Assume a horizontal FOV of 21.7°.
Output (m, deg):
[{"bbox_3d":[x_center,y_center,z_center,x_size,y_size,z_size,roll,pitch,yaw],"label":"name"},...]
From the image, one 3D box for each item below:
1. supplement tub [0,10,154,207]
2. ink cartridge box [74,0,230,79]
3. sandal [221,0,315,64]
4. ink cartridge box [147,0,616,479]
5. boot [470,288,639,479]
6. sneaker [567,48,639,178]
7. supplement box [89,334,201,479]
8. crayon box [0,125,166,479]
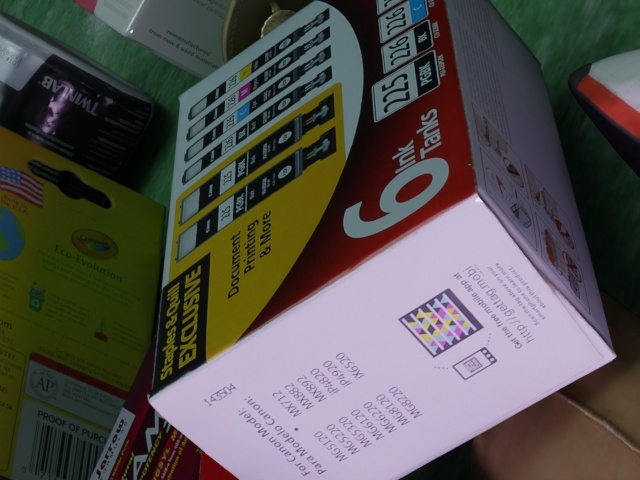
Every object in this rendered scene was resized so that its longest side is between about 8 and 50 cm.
[{"bbox_3d":[-0.309,-0.040,1.574,0.316,0.193,0.193,-60,29,4],"label":"supplement tub"},{"bbox_3d":[-0.094,-0.303,1.524,0.283,0.117,0.207,-60,29,5],"label":"ink cartridge box"},{"bbox_3d":[-0.028,-0.101,1.256,0.079,0.088,0.240,56,145,36],"label":"sandal"},{"bbox_3d":[0.000,0.000,0.956,0.272,0.130,0.309,-33,29,19],"label":"ink cartridge box"},{"bbox_3d":[0.193,0.076,0.795,0.236,0.089,0.269,-60,28,4],"label":"boot"},{"bbox_3d":[0.229,-0.077,0.826,0.145,0.090,0.270,-43,18,2],"label":"sneaker"},{"bbox_3d":[-0.067,0.156,1.156,0.239,0.073,0.130,15,80,61],"label":"supplement box"},{"bbox_3d":[-0.238,0.074,1.366,0.081,0.202,0.319,-34,39,40],"label":"crayon box"}]
